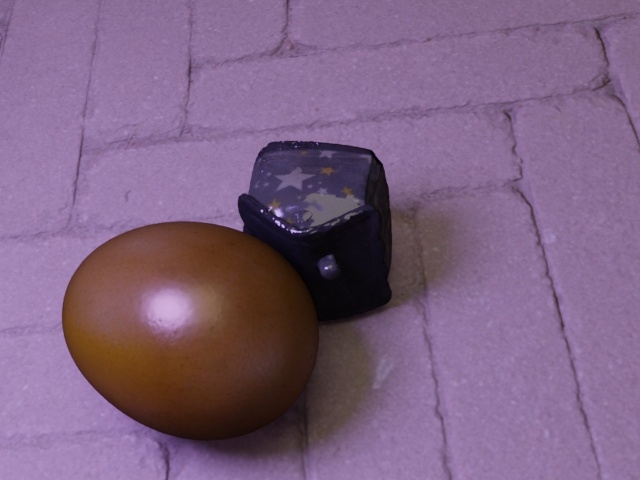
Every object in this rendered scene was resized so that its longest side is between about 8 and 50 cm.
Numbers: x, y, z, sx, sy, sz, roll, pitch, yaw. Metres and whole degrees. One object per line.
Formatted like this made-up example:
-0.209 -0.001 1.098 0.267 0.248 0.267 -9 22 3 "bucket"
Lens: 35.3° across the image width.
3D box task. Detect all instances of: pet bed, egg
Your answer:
0.000 0.000 1.264 0.183 0.211 0.159 6 52 12 "pet bed"
-0.156 0.101 1.182 0.322 0.250 0.250 14 54 28 "egg"
